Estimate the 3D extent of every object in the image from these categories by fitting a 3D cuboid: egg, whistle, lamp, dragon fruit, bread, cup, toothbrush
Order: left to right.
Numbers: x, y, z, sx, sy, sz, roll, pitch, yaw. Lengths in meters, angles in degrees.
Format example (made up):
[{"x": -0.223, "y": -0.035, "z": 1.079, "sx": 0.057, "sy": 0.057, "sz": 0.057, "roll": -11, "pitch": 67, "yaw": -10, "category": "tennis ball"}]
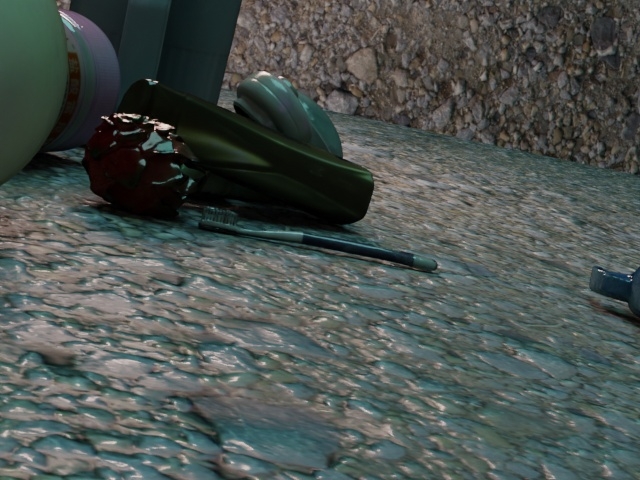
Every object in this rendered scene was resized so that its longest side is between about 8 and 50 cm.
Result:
[{"x": -0.377, "y": -0.159, "z": 1.238, "sx": 0.283, "sy": 0.283, "sz": 0.345, "roll": 12, "pitch": 22, "yaw": -5, "category": "egg"}, {"x": -0.203, "y": -0.088, "z": 1.550, "sx": 0.142, "sy": 0.121, "sz": 0.130, "roll": 38, "pitch": 43, "yaw": -2, "category": "dragon fruit"}, {"x": -0.247, "y": -0.282, "z": 2.034, "sx": 0.257, "sy": 0.311, "sz": 0.331, "roll": 6, "pitch": 12, "yaw": -35, "category": "cup"}, {"x": -0.161, "y": -0.101, "z": 1.836, "sx": 0.173, "sy": 0.064, "sz": 0.232, "roll": 22, "pitch": 12, "yaw": 36, "category": "bread"}, {"x": -0.042, "y": -0.154, "z": 1.883, "sx": 0.179, "sy": 0.108, "sz": 0.246, "roll": 39, "pitch": -14, "yaw": 26, "category": "lamp"}, {"x": 0.000, "y": 0.000, "z": 1.568, "sx": 0.288, "sy": 0.026, "sz": 0.024, "roll": 12, "pitch": 13, "yaw": -11, "category": "toothbrush"}, {"x": 0.411, "y": 0.063, "z": 1.597, "sx": 0.180, "sy": 0.093, "sz": 0.269, "roll": 15, "pitch": 3, "yaw": 8, "category": "whistle"}]

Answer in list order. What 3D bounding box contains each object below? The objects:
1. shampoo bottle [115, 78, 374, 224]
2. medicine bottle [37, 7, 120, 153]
[{"x": -0.094, "y": -0.111, "z": 1.702, "sx": 0.350, "sy": 0.084, "sz": 0.126, "roll": 21, "pitch": -8, "yaw": -35, "category": "shampoo bottle"}, {"x": -0.404, "y": -0.205, "z": 1.696, "sx": 0.202, "sy": 0.202, "sz": 0.316, "roll": 15, "pitch": 10, "yaw": 16, "category": "medicine bottle"}]
